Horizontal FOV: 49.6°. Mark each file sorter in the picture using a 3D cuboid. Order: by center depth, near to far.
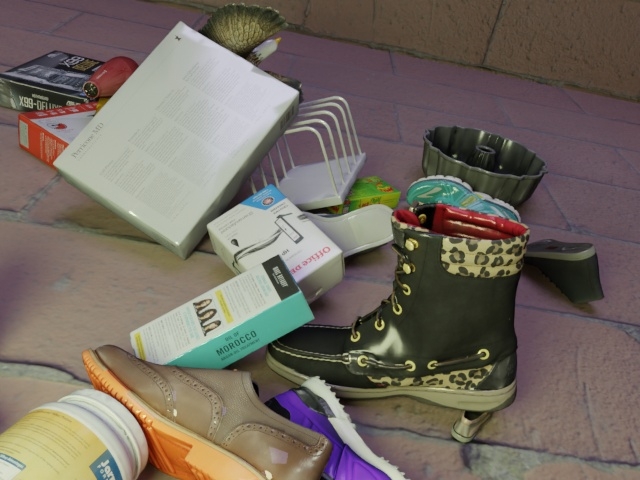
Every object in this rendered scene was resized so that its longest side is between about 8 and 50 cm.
[{"bbox_3d":[-0.033,-0.192,1.520,0.193,0.173,0.277,-9,22,19],"label":"file sorter"}]

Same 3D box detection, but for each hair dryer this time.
[{"bbox_3d":[-0.395,-0.354,1.563,0.294,0.080,0.224,-11,36,-38],"label":"hair dryer"}]

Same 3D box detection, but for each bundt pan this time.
[{"bbox_3d":[0.414,-0.184,1.811,0.331,0.124,0.330,9,29,-5],"label":"bundt pan"}]

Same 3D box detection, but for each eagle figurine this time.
[{"bbox_3d":[-0.166,-0.377,1.479,0.226,0.225,0.298,25,7,-23],"label":"eagle figurine"}]

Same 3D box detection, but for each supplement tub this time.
[{"bbox_3d":[-0.286,0.257,0.707,0.144,0.144,0.200,22,30,16],"label":"supplement tub"}]

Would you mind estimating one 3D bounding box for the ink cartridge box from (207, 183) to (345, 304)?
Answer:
[{"bbox_3d":[-0.076,0.019,1.202,0.148,0.085,0.203,-35,58,-20],"label":"ink cartridge box"}]

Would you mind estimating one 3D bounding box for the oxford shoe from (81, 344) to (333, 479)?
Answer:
[{"bbox_3d":[-0.146,0.207,0.825,0.364,0.129,0.133,25,51,32],"label":"oxford shoe"}]

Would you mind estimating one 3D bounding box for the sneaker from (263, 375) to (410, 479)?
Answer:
[{"bbox_3d":[0.000,0.293,0.825,0.146,0.102,0.293,-13,34,-28],"label":"sneaker"}]

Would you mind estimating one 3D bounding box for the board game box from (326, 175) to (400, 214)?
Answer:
[{"bbox_3d":[0.089,-0.104,1.616,0.181,0.043,0.092,-12,38,-37],"label":"board game box"}]

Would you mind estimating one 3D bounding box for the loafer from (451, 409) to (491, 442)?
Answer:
[{"bbox_3d":[0.233,0.253,1.038,0.045,0.039,0.125,25,31,20],"label":"loafer"}]

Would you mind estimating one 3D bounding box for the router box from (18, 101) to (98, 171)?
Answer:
[{"bbox_3d":[-0.444,-0.222,1.567,0.301,0.082,0.336,29,32,27],"label":"router box"}]

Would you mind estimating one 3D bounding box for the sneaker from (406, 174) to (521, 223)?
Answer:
[{"bbox_3d":[0.326,-0.069,1.598,0.276,0.107,0.110,20,39,14],"label":"sneaker"}]

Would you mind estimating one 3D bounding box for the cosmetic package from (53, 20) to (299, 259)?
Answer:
[{"bbox_3d":[-0.260,-0.195,1.306,0.285,0.097,0.377,34,73,8],"label":"cosmetic package"}]

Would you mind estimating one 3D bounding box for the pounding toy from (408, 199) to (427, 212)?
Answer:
[{"bbox_3d":[0.245,-0.009,1.478,0.141,0.100,0.130,20,15,8],"label":"pounding toy"}]

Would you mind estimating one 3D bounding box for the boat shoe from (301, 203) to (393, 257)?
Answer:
[{"bbox_3d":[0.000,0.000,1.372,0.320,0.116,0.099,-12,-8,-25],"label":"boat shoe"}]

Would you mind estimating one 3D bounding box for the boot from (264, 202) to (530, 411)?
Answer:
[{"bbox_3d":[0.109,0.090,0.998,0.378,0.284,0.138,8,26,11],"label":"boot"}]

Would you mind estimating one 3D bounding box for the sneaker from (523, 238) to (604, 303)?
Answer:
[{"bbox_3d":[0.494,0.067,1.459,0.083,0.118,0.222,-21,11,-18],"label":"sneaker"}]

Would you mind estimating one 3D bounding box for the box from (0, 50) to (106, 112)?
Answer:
[{"bbox_3d":[-0.657,-0.404,1.812,0.243,0.076,0.307,15,29,4],"label":"box"}]

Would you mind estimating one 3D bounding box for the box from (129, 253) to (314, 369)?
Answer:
[{"bbox_3d":[-0.140,0.121,0.978,0.244,0.060,0.100,-28,38,-5],"label":"box"}]

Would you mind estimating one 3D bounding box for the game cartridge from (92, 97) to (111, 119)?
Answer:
[{"bbox_3d":[-0.349,-0.251,1.519,0.286,0.052,0.323,5,30,-14],"label":"game cartridge"}]
